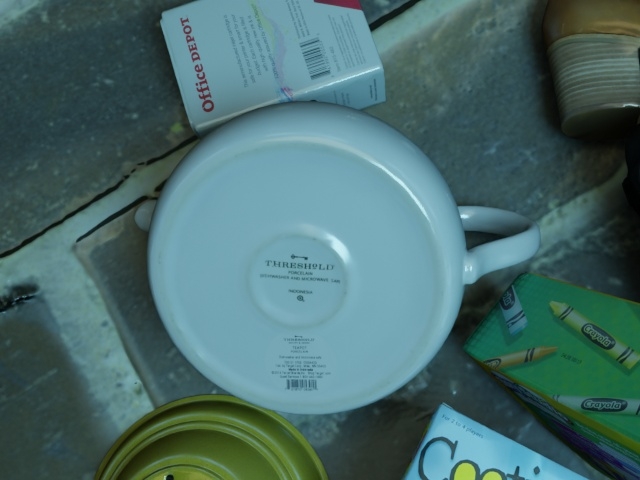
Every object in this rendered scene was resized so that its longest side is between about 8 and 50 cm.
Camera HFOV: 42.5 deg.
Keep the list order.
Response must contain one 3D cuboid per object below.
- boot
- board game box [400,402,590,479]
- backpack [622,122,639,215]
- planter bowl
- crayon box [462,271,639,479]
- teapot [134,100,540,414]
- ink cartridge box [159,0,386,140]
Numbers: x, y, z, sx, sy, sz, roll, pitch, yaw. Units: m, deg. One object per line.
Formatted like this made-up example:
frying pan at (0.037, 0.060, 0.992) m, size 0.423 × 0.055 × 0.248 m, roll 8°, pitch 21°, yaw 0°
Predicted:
boot at (0.339, -0.197, 0.715) m, size 0.284 × 0.109 × 0.220 m, roll -1°, pitch 71°, yaw 14°
board game box at (0.087, 0.275, 0.582) m, size 0.144 × 0.142 × 0.275 m, roll 26°, pitch 80°, yaw 13°
backpack at (0.367, -0.026, 0.567) m, size 0.254 × 0.191 × 0.225 m, roll -23°, pitch 100°, yaw 13°
planter bowl at (-0.098, 0.227, 0.645) m, size 0.217 × 0.090 × 0.217 m, roll -2°, pitch 74°, yaw 6°
crayon box at (0.228, 0.119, 0.516) m, size 0.165 × 0.278 × 0.081 m, roll 42°, pitch 83°, yaw -19°
teapot at (0.000, 0.000, 0.655) m, size 0.256 × 0.187 × 0.252 m, roll 43°, pitch 108°, yaw -7°
ink cartridge box at (-0.042, -0.168, 0.755) m, size 0.175 × 0.072 × 0.127 m, roll -18°, pitch 74°, yaw 2°
